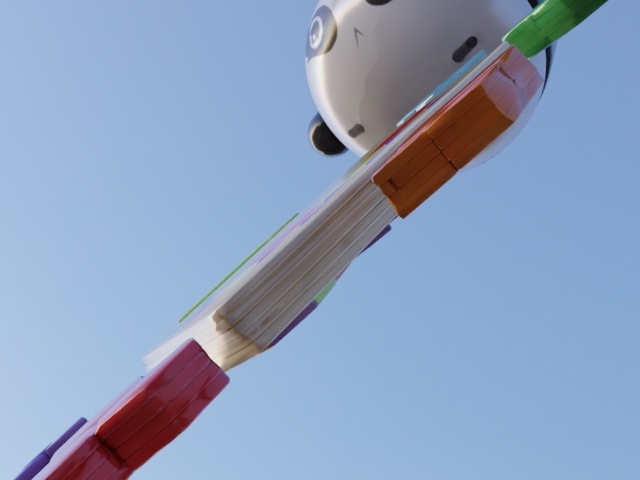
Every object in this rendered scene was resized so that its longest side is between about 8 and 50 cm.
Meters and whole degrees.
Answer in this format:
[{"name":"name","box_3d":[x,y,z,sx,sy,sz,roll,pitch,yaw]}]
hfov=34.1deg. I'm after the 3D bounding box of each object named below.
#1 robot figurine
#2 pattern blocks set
[{"name":"robot figurine","box_3d":[0.088,-0.162,0.772,0.174,0.278,0.209,10,-57,12]},{"name":"pattern blocks set","box_3d":[0.000,0.000,0.442,0.026,0.325,0.285,48,-16,-4]}]
